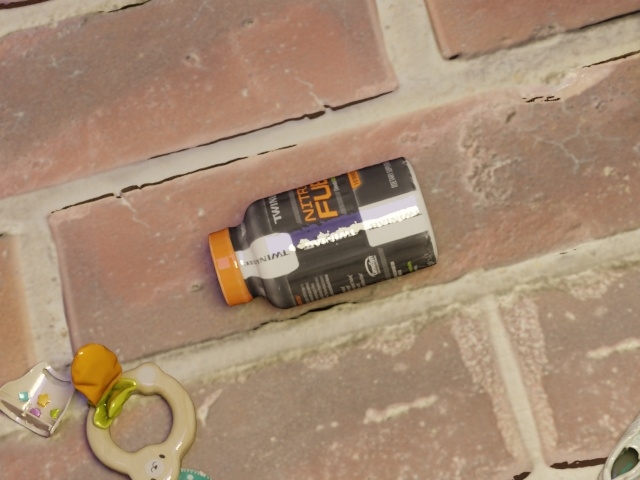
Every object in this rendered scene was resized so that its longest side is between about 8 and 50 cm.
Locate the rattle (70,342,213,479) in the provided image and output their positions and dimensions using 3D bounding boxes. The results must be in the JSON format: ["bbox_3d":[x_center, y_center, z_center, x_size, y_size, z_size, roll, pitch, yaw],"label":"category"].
[{"bbox_3d":[-0.185,0.214,1.954,0.130,0.142,0.199,-17,62,-19],"label":"rattle"}]

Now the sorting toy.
[{"bbox_3d":[-0.316,0.178,2.033,0.083,0.045,0.075,27,68,16],"label":"sorting toy"}]

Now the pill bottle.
[{"bbox_3d":[0.000,0.000,2.009,0.246,0.130,0.130,-17,69,0],"label":"pill bottle"}]

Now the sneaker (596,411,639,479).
[{"bbox_3d":[0.353,0.217,1.926,0.054,0.061,0.152,33,76,18],"label":"sneaker"}]
